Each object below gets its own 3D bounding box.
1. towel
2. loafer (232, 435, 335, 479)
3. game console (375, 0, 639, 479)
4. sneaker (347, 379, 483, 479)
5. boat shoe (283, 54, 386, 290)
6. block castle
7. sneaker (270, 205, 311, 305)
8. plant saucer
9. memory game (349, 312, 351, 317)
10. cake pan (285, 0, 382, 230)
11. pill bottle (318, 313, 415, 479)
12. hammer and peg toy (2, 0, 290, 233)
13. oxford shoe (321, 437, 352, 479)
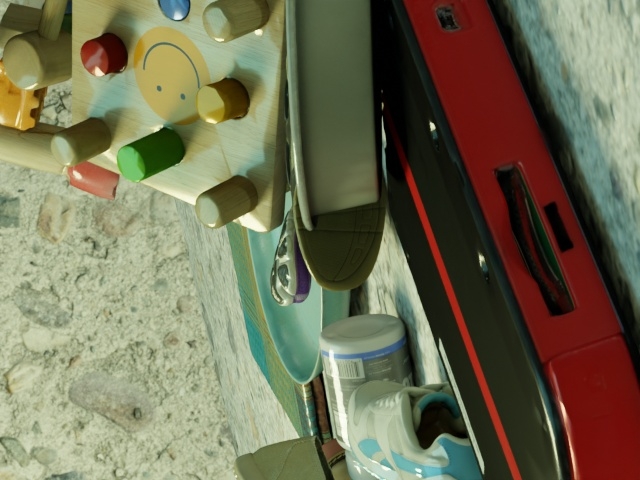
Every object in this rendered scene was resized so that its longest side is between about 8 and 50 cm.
[{"bbox_3d":[-0.054,0.100,2.282,0.370,0.040,0.272,-130,28,-67],"label":"towel"},{"bbox_3d":[0.024,0.273,1.587,0.268,0.092,0.102,50,176,27],"label":"loafer"},{"bbox_3d":[0.114,0.037,1.128,0.342,0.060,0.387,82,173,-59],"label":"game console"},{"bbox_3d":[0.083,0.148,1.374,0.228,0.087,0.092,-140,45,-64],"label":"sneaker"},{"bbox_3d":[0.010,-0.068,1.538,0.073,0.080,0.224,153,110,-86],"label":"boat shoe"},{"bbox_3d":[-0.219,-0.302,1.935,0.303,0.212,0.453,-87,11,-52],"label":"block castle"},{"bbox_3d":[0.000,0.000,1.591,0.170,0.071,0.068,-68,-7,-55],"label":"sneaker"},{"bbox_3d":[-0.024,-0.012,1.829,0.317,0.043,0.318,171,90,-75],"label":"plant saucer"},{"bbox_3d":[0.005,0.029,1.885,0.186,0.012,0.186,168,90,-80],"label":"memory game"},{"bbox_3d":[0.013,-0.154,1.234,0.293,0.054,0.293,-1,-90,-87],"label":"cake pan"},{"bbox_3d":[0.046,0.141,1.573,0.078,0.078,0.137,-130,28,-71],"label":"pill bottle"},{"bbox_3d":[-0.175,-0.180,1.669,0.361,0.127,0.266,23,123,30],"label":"hammer and peg toy"},{"bbox_3d":[0.051,0.370,1.735,0.130,0.123,0.348,-138,35,-66],"label":"oxford shoe"}]
